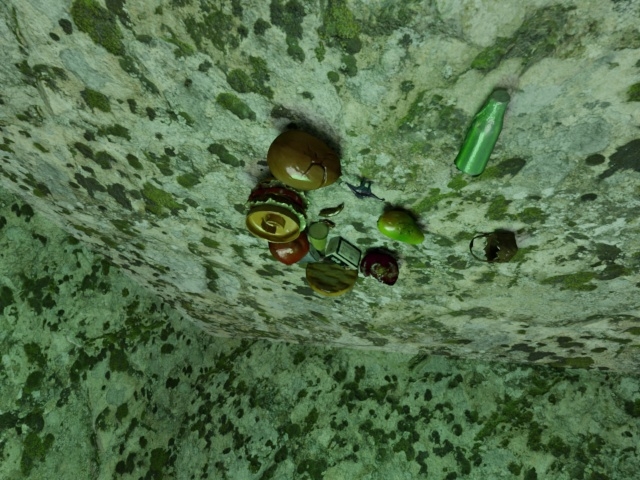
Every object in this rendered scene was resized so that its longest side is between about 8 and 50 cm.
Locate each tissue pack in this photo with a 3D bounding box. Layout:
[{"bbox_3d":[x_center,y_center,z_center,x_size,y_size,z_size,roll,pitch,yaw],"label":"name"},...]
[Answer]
[{"bbox_3d":[0.113,0.067,2.229,0.090,0.103,0.170,-14,140,45],"label":"tissue pack"},{"bbox_3d":[-0.094,0.069,2.360,0.156,0.051,0.112,-7,135,35],"label":"tissue pack"}]

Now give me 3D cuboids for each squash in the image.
[{"bbox_3d":[0.000,0.000,2.198,0.094,0.094,0.224,8,156,9],"label":"squash"}]

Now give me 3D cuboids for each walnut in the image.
[{"bbox_3d":[-0.045,-0.278,1.622,0.297,0.203,0.203,14,152,-23],"label":"walnut"}]

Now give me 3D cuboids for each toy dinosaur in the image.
[{"bbox_3d":[0.166,-0.200,1.778,0.197,0.080,0.045,19,153,-10],"label":"toy dinosaur"}]

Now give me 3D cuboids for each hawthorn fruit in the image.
[{"bbox_3d":[-0.144,0.020,2.164,0.205,0.205,0.253,1,152,21],"label":"hawthorn fruit"}]

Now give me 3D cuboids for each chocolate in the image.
[{"bbox_3d":[0.505,-0.331,1.403,0.110,0.110,0.291,11,148,4],"label":"chocolate"}]

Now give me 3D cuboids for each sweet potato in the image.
[{"bbox_3d":[0.052,-0.125,1.998,0.153,0.038,0.041,-17,161,39],"label":"sweet potato"}]

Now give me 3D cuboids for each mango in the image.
[{"bbox_3d":[0.346,-0.054,1.923,0.232,0.111,0.125,23,153,-18],"label":"mango"}]

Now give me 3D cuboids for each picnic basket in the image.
[{"bbox_3d":[0.712,0.031,1.891,0.178,0.128,0.138,3,148,0],"label":"picnic basket"}]

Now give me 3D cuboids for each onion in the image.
[{"bbox_3d":[0.291,0.128,2.245,0.195,0.140,0.218,15,-173,-1],"label":"onion"}]

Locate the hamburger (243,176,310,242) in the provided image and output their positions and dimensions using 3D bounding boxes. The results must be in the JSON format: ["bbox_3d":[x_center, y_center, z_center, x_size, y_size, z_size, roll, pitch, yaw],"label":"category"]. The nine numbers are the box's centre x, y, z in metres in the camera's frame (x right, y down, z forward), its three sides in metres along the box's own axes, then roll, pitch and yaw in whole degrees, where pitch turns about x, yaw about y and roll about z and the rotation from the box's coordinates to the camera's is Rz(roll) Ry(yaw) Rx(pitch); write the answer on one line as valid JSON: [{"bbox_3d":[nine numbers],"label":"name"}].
[{"bbox_3d":[-0.179,-0.140,1.889,0.274,0.212,0.274,7,150,4],"label":"hamburger"}]

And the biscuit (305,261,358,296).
[{"bbox_3d":[0.056,0.190,2.331,0.274,0.213,0.091,4,147,5],"label":"biscuit"}]

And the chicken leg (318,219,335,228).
[{"bbox_3d":[0.033,-0.080,2.096,0.083,0.021,0.036,23,158,-14],"label":"chicken leg"}]
